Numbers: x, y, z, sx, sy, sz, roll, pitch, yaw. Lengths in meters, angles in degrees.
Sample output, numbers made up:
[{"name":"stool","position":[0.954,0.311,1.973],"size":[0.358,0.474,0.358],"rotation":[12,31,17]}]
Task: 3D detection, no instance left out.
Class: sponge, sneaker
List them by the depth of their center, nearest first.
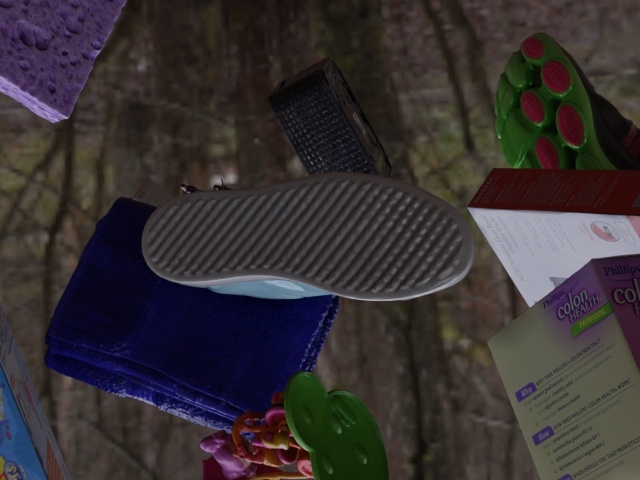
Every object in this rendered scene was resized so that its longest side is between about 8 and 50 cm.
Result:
[{"name":"sponge","position":[-0.208,-0.209,0.983],"size":[0.117,0.210,0.031],"rotation":[34,155,-29]},{"name":"sneaker","position":[0.000,0.000,1.348],"size":[0.366,0.135,0.150],"rotation":[5,176,23]},{"name":"sneaker","position":[0.440,-0.108,1.916],"size":[0.202,0.483,0.185],"rotation":[-13,155,-50]}]

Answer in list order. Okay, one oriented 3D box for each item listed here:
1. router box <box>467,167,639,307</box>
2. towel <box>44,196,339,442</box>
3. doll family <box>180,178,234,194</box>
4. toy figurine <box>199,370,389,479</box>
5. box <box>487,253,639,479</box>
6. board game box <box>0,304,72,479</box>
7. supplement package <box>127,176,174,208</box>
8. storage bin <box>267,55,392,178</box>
[{"name":"router box","position":[0.406,0.047,1.719],"size":[0.301,0.082,0.335],"rotation":[4,140,47]},{"name":"towel","position":[-0.150,0.090,1.453],"size":[0.308,0.227,0.076],"rotation":[19,168,12]},{"name":"doll family","position":[-0.143,-0.049,2.025],"size":[0.193,0.076,0.111],"rotation":[45,173,-32]},{"name":"toy figurine","position":[-0.047,0.202,1.149],"size":[0.159,0.130,0.173],"rotation":[-17,128,28]},{"name":"box","position":[0.330,0.171,1.420],"size":[0.117,0.243,0.213],"rotation":[-5,153,-32]},{"name":"board game box","position":[-0.386,0.229,1.520],"size":[0.086,0.302,0.308],"rotation":[-21,-172,-10]},{"name":"supplement package","position":[-0.286,-0.010,2.275],"size":[0.105,0.179,0.105],"rotation":[-46,-167,22]},{"name":"storage bin","position":[0.016,-0.142,1.667],"size":[0.084,0.180,0.122],"rotation":[-27,-167,15]}]
